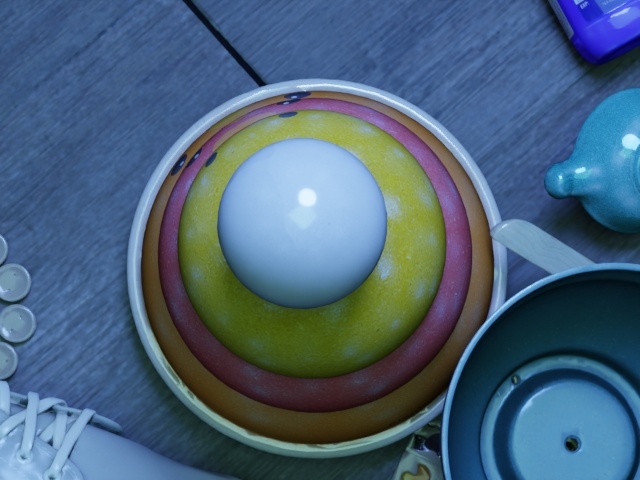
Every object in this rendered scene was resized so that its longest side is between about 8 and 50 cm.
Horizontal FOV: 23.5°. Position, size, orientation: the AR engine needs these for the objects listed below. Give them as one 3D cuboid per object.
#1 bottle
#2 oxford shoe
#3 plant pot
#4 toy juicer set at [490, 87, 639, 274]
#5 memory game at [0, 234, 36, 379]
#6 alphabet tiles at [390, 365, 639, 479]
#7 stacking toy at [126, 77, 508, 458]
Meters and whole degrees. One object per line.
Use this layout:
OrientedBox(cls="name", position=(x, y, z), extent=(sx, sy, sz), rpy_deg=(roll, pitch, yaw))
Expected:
OrientedBox(cls="bottle", position=(0.237, -0.311, 1.450), extent=(0.118, 0.092, 0.283), rpy_deg=(-28, 85, -4))
OrientedBox(cls="oxford shoe", position=(-0.261, 0.195, 1.349), extent=(0.449, 0.169, 0.130), rpy_deg=(12, 113, 4))
OrientedBox(cls="plant pot", position=(0.234, 0.176, 1.333), extent=(0.293, 0.196, 0.293), rpy_deg=(1, 82, -5))
OrientedBox(cls="toy juicer set", position=(0.313, -0.044, 1.419), extent=(0.329, 0.089, 0.209), rpy_deg=(-42, 112, -11))
OrientedBox(cls="memory game", position=(-0.358, 0.067, 1.445), extent=(0.186, 0.012, 0.186), rpy_deg=(0, 83, -1))
OrientedBox(cls="alphabet tiles", position=(0.168, 0.236, 1.432), extent=(0.198, 0.009, 0.237), rpy_deg=(24, 85, 2))
OrientedBox(cls="stacking toy", position=(0.000, 0.000, 1.219), extent=(0.350, 0.480, 0.351), rpy_deg=(0, 83, -1))
